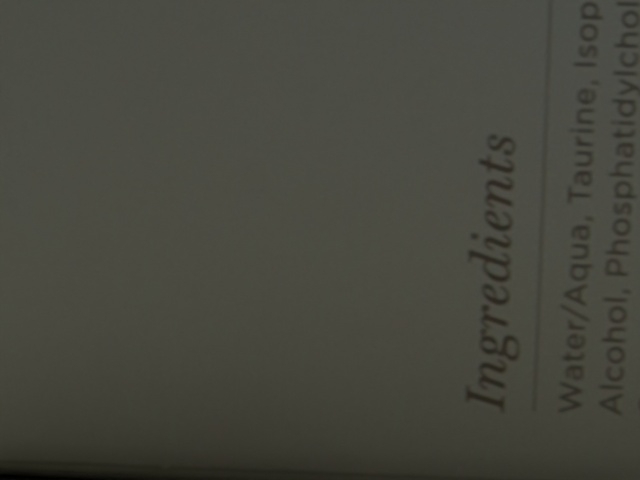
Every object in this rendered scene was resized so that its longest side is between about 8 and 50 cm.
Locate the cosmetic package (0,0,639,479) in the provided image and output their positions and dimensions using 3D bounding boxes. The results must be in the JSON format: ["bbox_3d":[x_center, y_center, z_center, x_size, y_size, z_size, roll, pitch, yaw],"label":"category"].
[{"bbox_3d":[0.084,-0.086,0.665,0.394,0.327,0.329,2,5,3],"label":"cosmetic package"}]
